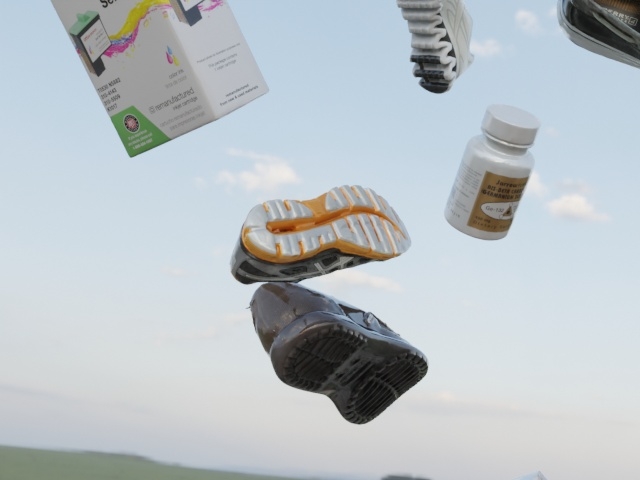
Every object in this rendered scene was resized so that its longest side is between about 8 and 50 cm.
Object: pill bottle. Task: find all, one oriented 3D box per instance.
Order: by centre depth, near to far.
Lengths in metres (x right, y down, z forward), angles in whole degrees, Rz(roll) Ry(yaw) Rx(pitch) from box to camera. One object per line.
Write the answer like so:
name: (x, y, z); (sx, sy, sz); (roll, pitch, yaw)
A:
pill bottle: (0.320, -0.126, 1.814); (0.131, 0.229, 0.131); (12, 28, -6)

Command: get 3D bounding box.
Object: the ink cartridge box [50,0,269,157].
ink cartridge box: (-0.222, -0.275, 1.295); (0.201, 0.278, 0.117); (-16, 14, 44)

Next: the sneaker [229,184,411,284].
sneaker: (0.000, 0.000, 0.990); (0.214, 0.084, 0.083); (-2, -33, -37)

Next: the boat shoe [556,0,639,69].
boat shoe: (0.440, -0.235, 1.146); (0.335, 0.121, 0.119); (16, -2, 10)

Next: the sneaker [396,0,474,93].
sneaker: (0.210, -0.414, 1.758); (0.110, 0.118, 0.292); (23, -43, 43)

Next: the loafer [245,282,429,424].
loafer: (0.028, 0.126, 1.236); (0.134, 0.130, 0.366); (-40, -31, 3)

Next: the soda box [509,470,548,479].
soda box: (0.195, 0.333, 1.137); (0.069, 0.074, 0.216); (48, -33, 2)
